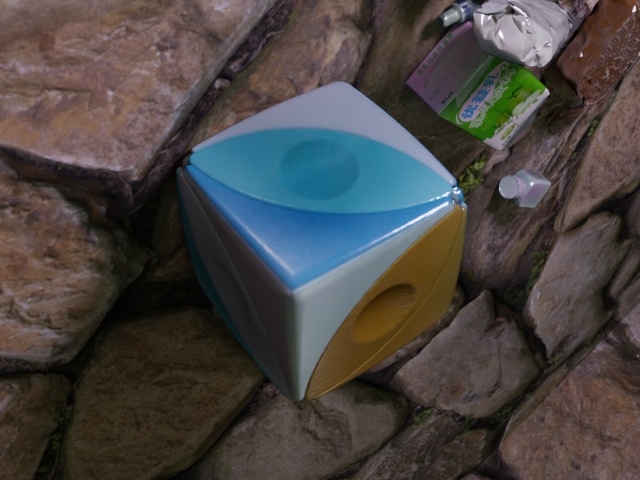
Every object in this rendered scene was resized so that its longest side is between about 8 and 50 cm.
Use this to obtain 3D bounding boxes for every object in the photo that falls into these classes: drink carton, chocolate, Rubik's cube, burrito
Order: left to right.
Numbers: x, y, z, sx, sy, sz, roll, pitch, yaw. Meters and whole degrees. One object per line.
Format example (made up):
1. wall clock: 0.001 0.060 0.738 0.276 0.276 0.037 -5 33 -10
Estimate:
1. Rubik's cube: 0.000 0.000 1.779 0.347 0.351 0.352 -30 149 -20
2. drink carton: 0.294 -0.277 1.994 0.161 0.108 0.271 -50 149 14
3. burrito: 0.348 -0.354 1.825 0.445 0.139 0.101 -34 144 -67
4. chocolate: 0.555 -0.379 2.174 0.214 0.093 0.148 -50 147 12

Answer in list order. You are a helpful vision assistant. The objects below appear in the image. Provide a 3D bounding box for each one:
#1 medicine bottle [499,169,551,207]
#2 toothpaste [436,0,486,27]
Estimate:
1. medicine bottle: 0.443 -0.114 2.416 0.118 0.055 0.074 0 131 -49
2. toothpaste: 0.283 -0.412 1.884 0.216 0.037 0.062 -31 147 -25
